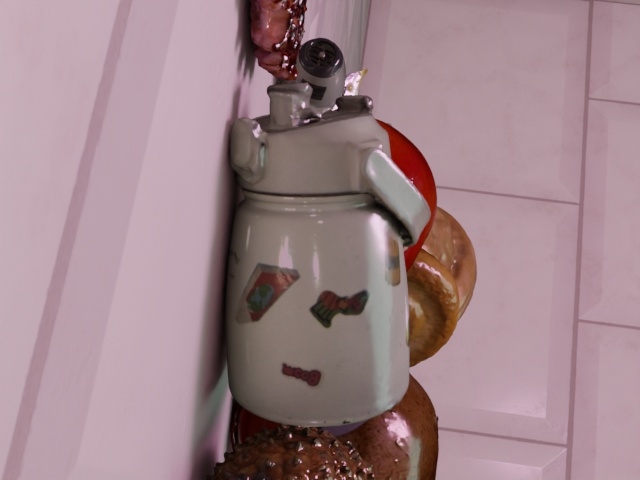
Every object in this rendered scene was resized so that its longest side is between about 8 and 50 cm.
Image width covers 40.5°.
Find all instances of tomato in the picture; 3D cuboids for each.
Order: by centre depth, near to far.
[{"bbox_3d":[0.055,-0.039,1.331,0.299,0.226,0.298,-60,-177,5],"label":"tomato"}]

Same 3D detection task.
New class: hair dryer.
[{"bbox_3d":[-0.042,-0.137,1.223,0.229,0.092,0.267,133,-22,-86],"label":"hair dryer"}]

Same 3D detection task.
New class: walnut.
[{"bbox_3d":[0.129,0.076,1.762,0.383,0.383,0.384,7,90,-86],"label":"walnut"}]

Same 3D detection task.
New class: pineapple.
[{"bbox_3d":[-0.057,0.298,0.902,0.362,0.202,0.202,22,75,-72],"label":"pineapple"}]

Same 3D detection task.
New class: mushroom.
[{"bbox_3d":[0.029,0.351,1.433,0.331,0.356,0.334,-46,122,-62],"label":"mushroom"}]

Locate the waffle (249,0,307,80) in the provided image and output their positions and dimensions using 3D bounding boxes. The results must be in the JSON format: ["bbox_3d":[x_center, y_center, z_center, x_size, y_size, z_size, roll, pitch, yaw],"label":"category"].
[{"bbox_3d":[-0.041,-0.280,0.918,0.234,0.055,0.221,-87,180,-62],"label":"waffle"}]

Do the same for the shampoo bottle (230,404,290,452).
[{"bbox_3d":[-0.071,0.245,1.284,0.314,0.076,0.118,4,91,-87],"label":"shampoo bottle"}]

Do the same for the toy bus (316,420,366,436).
[{"bbox_3d":[-0.008,0.153,1.168,0.209,0.126,0.136,54,-6,0],"label":"toy bus"}]

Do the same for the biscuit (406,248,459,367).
[{"bbox_3d":[0.134,0.134,1.516,0.274,0.213,0.091,-58,-161,30],"label":"biscuit"}]

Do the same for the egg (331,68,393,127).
[{"bbox_3d":[0.044,-0.185,1.649,0.271,0.161,0.206,40,71,-40],"label":"egg"}]

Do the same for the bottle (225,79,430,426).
[{"bbox_3d":[0.000,0.000,0.954,0.229,0.229,0.352,-68,157,-77],"label":"bottle"}]
